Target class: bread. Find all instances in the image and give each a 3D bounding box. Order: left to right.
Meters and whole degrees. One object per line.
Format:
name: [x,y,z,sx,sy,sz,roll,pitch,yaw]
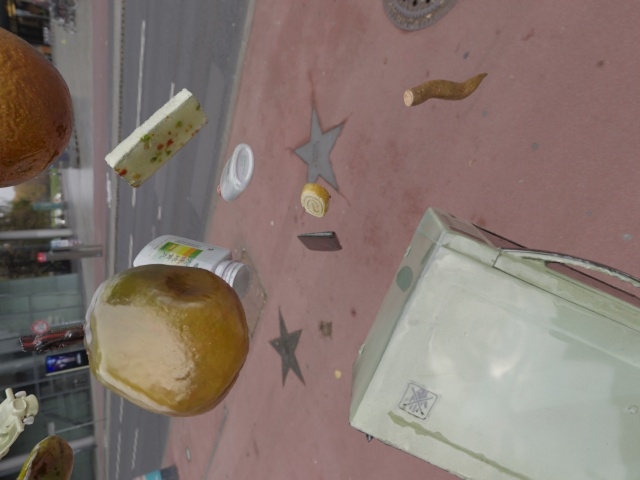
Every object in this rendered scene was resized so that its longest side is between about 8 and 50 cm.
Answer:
bread: [-0.225,-0.143,0.594,0.028,0.153,0.068,41,170,20]
bread: [-0.022,-0.169,1.724,0.149,0.122,0.073,92,-162,-58]

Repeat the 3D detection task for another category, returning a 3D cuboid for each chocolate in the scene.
chocolate: [-0.582,0.219,0.973,0.086,0.183,0.028,19,110,49]

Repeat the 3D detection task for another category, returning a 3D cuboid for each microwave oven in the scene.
microwave oven: [0.283,0.167,0.617,0.247,0.394,0.333,-49,-17,-80]

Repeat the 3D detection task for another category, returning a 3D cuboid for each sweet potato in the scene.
sweet potato: [0.373,-0.445,1.249,0.059,0.281,0.067,-169,67,-67]

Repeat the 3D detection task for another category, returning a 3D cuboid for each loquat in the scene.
loquat: [-0.273,0.178,0.763,0.276,0.284,0.276,-42,41,52]

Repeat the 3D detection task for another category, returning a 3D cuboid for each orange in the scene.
orange: [-0.526,-0.208,0.649,0.264,0.264,0.264,12,104,56]

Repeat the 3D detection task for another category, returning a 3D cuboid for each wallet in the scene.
wallet: [0.000,0.000,1.815,0.245,0.169,0.052,57,-147,-73]

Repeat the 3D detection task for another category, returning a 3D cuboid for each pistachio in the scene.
pistachio: [-0.664,0.568,1.016,0.100,0.110,0.189,-49,21,36]

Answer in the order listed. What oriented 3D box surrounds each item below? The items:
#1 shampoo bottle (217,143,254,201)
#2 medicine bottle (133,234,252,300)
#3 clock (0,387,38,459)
shampoo bottle: [-0.205,-0.146,0.994,0.221,0.051,0.108,159,116,-66]
medicine bottle: [-0.363,0.086,1.230,0.324,0.179,0.124,14,129,19]
clock: [-0.845,0.453,0.973,0.120,0.276,0.379,50,174,24]
